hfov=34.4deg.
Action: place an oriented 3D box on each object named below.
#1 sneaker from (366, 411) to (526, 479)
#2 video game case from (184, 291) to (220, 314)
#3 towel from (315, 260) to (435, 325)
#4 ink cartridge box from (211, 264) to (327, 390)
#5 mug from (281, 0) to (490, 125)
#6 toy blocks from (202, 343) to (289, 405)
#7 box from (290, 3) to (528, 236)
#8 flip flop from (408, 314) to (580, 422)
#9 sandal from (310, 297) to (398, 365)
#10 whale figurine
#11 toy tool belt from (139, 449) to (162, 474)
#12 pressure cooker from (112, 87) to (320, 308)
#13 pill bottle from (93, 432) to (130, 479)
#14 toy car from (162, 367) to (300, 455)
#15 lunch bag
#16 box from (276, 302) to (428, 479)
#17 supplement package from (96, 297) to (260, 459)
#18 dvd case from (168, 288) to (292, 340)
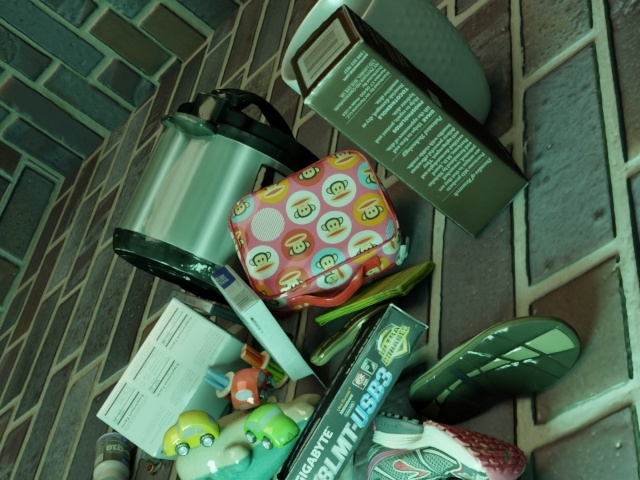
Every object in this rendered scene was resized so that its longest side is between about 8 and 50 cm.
[{"bbox_3d":[0.160,0.298,1.350,0.299,0.121,0.112,-12,62,66],"label":"sneaker"},{"bbox_3d":[-0.257,0.094,2.456,0.201,0.023,0.183,-4,54,58],"label":"video game case"},{"bbox_3d":[0.093,0.093,1.789,0.102,0.021,0.237,-34,6,-41],"label":"towel"},{"bbox_3d":[-0.093,0.164,1.825,0.045,0.224,0.223,-38,23,-7],"label":"ink cartridge box"},{"bbox_3d":[0.137,-0.328,1.911,0.276,0.328,0.374,-43,26,24],"label":"mug"},{"bbox_3d":[-0.137,0.246,1.893,0.054,0.148,0.123,-15,46,54],"label":"toy blocks"},{"bbox_3d":[0.142,-0.191,1.663,0.143,0.381,0.191,-45,27,16],"label":"box"},{"bbox_3d":[0.231,0.166,1.406,0.277,0.112,0.080,-39,14,42],"label":"flip flop"},{"bbox_3d":[0.063,0.160,1.752,0.180,0.049,0.072,-39,9,-9],"label":"sandal"},{"bbox_3d":[-0.107,0.358,1.748,0.272,0.141,0.216,-26,3,8],"label":"whale figurine"},{"bbox_3d":[-0.359,0.443,2.158,0.052,0.051,0.083,-33,32,39],"label":"toy tool belt"},{"bbox_3d":[-0.193,-0.096,2.122,0.420,0.375,0.370,-66,11,-12],"label":"pressure cooker"},{"bbox_3d":[-0.451,0.488,2.237,0.078,0.078,0.137,-47,26,17],"label":"pill bottle"},{"bbox_3d":[-0.121,0.279,1.663,0.239,0.053,0.225,-34,26,-34],"label":"toy car"},{"bbox_3d":[0.000,0.000,1.838,0.293,0.120,0.258,-24,59,3],"label":"lunch bag"},{"bbox_3d":[0.038,0.245,1.533,0.295,0.073,0.293,-59,-3,-10],"label":"box"},{"bbox_3d":[-0.265,0.274,1.983,0.262,0.145,0.204,-57,-19,-6],"label":"supplement package"},{"bbox_3d":[-0.184,0.149,2.062,0.253,0.180,0.022,9,77,63],"label":"dvd case"}]
